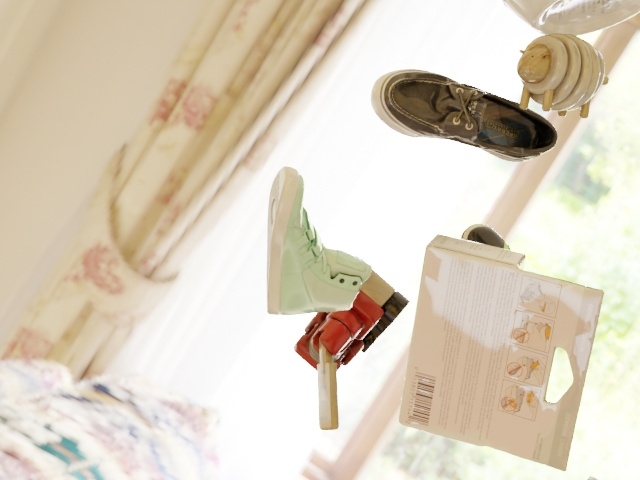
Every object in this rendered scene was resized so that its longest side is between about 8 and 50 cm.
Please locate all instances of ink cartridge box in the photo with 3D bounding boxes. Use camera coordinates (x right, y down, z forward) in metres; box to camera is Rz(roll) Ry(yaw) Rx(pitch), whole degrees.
[{"bbox_3d":[0.262,0.162,1.799,0.261,0.296,0.066,14,22,18],"label":"ink cartridge box"}]

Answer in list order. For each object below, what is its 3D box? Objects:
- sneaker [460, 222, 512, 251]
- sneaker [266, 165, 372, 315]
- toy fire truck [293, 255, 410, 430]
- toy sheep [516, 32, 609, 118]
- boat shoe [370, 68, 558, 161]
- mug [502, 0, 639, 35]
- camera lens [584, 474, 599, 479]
[{"bbox_3d":[0.310,0.070,1.960,0.234,0.084,0.097,60,-24,2],"label":"sneaker"},{"bbox_3d":[0.000,0.000,1.770,0.151,0.255,0.094,0,40,-4],"label":"sneaker"},{"bbox_3d":[0.025,0.184,2.022,0.158,0.246,0.217,41,-27,4],"label":"toy fire truck"},{"bbox_3d":[0.260,-0.178,1.325,0.132,0.091,0.091,4,24,-40],"label":"toy sheep"},{"bbox_3d":[0.169,-0.140,1.396,0.229,0.080,0.076,20,-10,-25],"label":"boat shoe"},{"bbox_3d":[0.310,-0.457,1.542,0.374,0.276,0.328,97,-20,-74],"label":"mug"},{"bbox_3d":[0.495,0.547,2.027,0.274,0.219,0.219,37,10,15],"label":"camera lens"}]
